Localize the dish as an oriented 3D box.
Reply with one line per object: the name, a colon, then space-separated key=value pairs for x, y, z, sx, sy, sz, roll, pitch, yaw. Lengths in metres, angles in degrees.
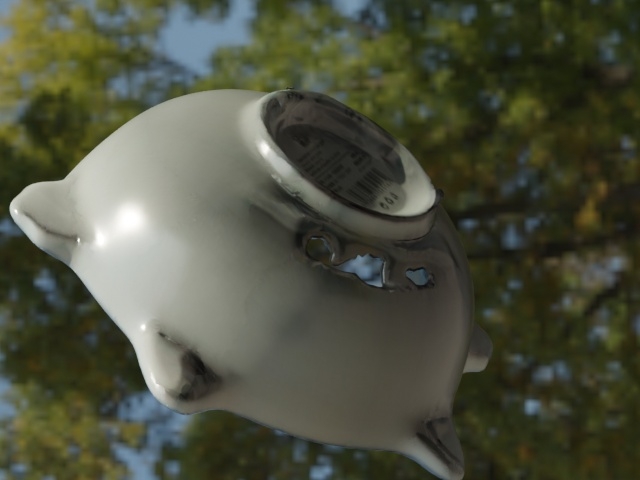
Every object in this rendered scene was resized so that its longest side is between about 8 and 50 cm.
dish: x=0.000 y=0.000 z=0.872 sx=0.236 sy=0.228 sz=0.086 roll=-1 pitch=-47 yaw=-46
